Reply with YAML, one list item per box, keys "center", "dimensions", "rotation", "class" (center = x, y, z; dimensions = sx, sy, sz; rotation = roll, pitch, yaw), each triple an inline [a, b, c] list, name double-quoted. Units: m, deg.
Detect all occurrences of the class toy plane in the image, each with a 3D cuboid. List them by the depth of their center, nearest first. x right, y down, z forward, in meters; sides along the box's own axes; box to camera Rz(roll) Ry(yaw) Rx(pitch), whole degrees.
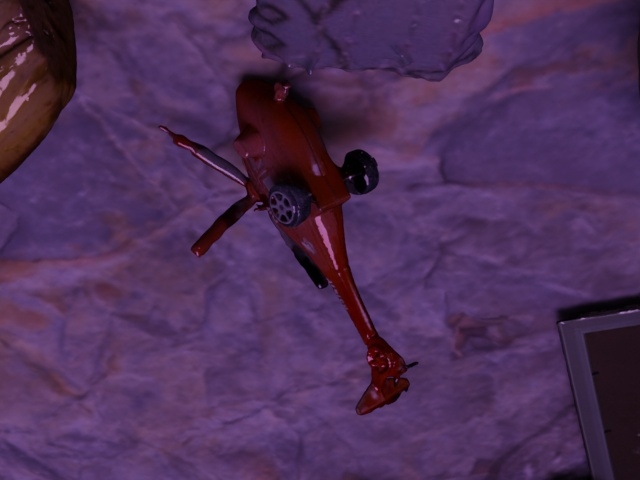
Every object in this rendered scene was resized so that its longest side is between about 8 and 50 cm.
- center: [-0.006, 0.002, 0.950]
  dimensions: [0.126, 0.194, 0.077]
  rotation: [-2, 162, -33]
  class: "toy plane"

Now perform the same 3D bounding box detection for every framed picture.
- center: [0.288, 0.124, 1.166]
  dimensions: [0.216, 0.016, 0.273]
  rotation: [-9, 134, 10]
  class: "framed picture"

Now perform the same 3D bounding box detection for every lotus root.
- center: [-0.193, -0.102, 0.897]
  dimensions: [0.135, 0.095, 0.159]
  rotation: [-27, 89, 18]
  class: "lotus root"

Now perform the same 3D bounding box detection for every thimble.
- center: [0.031, -0.157, 0.808]
  dimensions: [0.118, 0.127, 0.151]
  rotation: [7, 140, -5]
  class: "thimble"

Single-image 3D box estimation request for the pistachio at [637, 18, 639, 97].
- center: [0.245, -0.100, 0.816]
  dimensions: [0.208, 0.226, 0.332]
  rotation: [-28, 154, -18]
  class: "pistachio"
